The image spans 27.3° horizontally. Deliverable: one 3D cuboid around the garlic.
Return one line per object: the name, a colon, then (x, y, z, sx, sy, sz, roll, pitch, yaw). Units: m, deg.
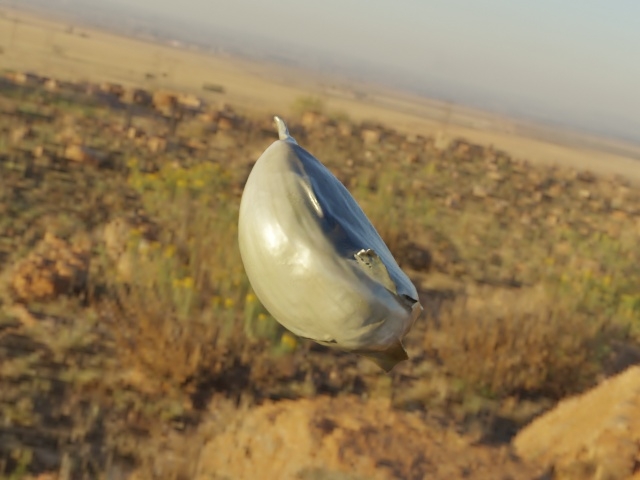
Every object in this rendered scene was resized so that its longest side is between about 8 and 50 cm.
garlic: (-0.006, 0.005, 0.683, 0.152, 0.066, 0.084, 52, 11, 9)
